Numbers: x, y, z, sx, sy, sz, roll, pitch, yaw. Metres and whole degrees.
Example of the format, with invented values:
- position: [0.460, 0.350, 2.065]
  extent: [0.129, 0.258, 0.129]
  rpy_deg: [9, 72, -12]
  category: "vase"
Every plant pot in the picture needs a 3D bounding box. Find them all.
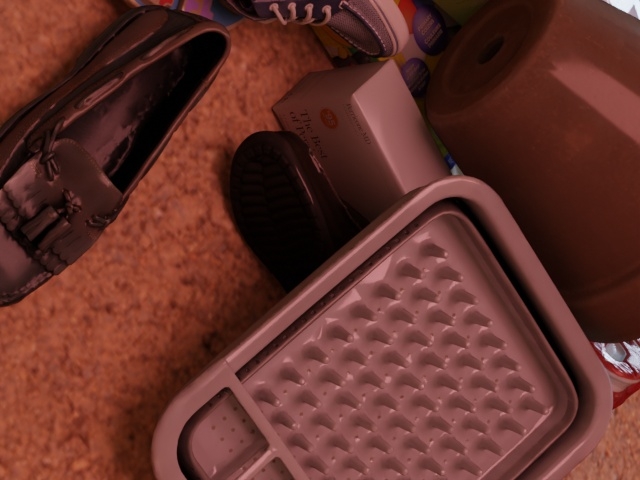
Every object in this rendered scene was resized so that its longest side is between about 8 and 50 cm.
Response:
- position: [0.214, -0.086, 1.566]
  extent: [0.229, 0.263, 0.263]
  rpy_deg: [39, 61, -23]
  category: "plant pot"

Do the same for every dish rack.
- position: [0.044, 0.134, 1.504]
  extent: [0.333, 0.072, 0.285]
  rpy_deg: [-40, 117, -12]
  category: "dish rack"

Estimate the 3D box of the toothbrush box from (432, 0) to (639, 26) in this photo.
- position: [0.150, -0.290, 1.628]
  extent: [0.283, 0.122, 0.206]
  rpy_deg: [36, 48, -45]
  category: "toothbrush box"

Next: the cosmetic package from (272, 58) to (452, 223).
- position: [0.061, -0.026, 1.584]
  extent: [0.060, 0.099, 0.239]
  rpy_deg: [-45, 116, -37]
  category: "cosmetic package"

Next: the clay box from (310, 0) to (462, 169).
- position: [0.065, -0.178, 1.633]
  extent: [0.222, 0.053, 0.127]
  rpy_deg: [56, 51, -26]
  category: "clay box"

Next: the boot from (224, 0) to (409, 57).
- position: [-0.019, -0.185, 1.496]
  extent: [0.190, 0.069, 0.086]
  rpy_deg: [43, 64, -20]
  category: "boot"

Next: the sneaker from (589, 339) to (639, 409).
- position: [0.238, 0.129, 1.767]
  extent: [0.087, 0.128, 0.221]
  rpy_deg: [45, 18, 16]
  category: "sneaker"

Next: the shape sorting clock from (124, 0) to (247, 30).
- position: [-0.103, -0.256, 1.488]
  extent: [0.206, 0.040, 0.206]
  rpy_deg: [5, 83, -44]
  category: "shape sorting clock"

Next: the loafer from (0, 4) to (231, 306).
- position: [-0.160, -0.064, 1.370]
  extent: [0.096, 0.084, 0.267]
  rpy_deg: [50, 62, -32]
  category: "loafer"

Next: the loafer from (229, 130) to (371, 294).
- position: [0.000, 0.000, 1.546]
  extent: [0.078, 0.080, 0.220]
  rpy_deg: [-51, 126, -43]
  category: "loafer"
